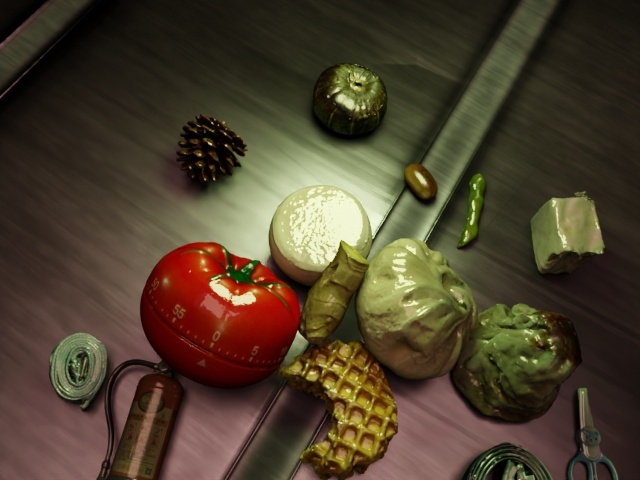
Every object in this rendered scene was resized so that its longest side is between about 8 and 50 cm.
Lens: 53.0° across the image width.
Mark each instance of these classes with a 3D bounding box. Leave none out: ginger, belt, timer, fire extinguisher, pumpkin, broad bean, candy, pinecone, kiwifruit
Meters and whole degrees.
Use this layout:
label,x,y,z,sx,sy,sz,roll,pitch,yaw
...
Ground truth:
label,x,y,z,sx,sy,sz,roll,pitch,yaw
ginger,0.026,0.133,1.572,0.109,0.116,0.263,29,97,18
belt,0.434,0.620,1.524,0.206,0.116,0.268,29,64,12
timer,-0.242,0.178,1.533,0.377,0.378,0.279,34,104,11
fire extinguisher,-0.436,0.428,1.529,0.200,0.113,0.376,19,64,-10
pumpkin,0.090,-0.434,1.956,0.237,0.159,0.238,2,60,-4
belt,-0.599,0.318,1.592,0.147,0.082,0.163,30,63,-2
broad bean,0.452,-0.090,1.892,0.052,0.052,0.256,-3,60,41
candy,0.690,-0.017,1.804,0.137,0.185,0.195,3,65,-9
pinecone,-0.317,-0.254,1.823,0.207,0.208,0.208,2,65,-4
kiwifruit,0.297,-0.175,1.904,0.075,0.075,0.125,-26,66,-16

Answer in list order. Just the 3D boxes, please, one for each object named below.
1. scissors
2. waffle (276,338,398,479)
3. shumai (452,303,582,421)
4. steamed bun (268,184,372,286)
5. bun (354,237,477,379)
label,x,y,z,sx,sy,sz,roll,pitch,yaw
scissors,0.687,0.508,1.643,0.125,0.030,0.256,5,67,-5
waffle,0.049,0.409,1.574,0.260,0.151,0.324,-14,69,-8
shumai,0.504,0.281,1.606,0.303,0.263,0.310,-11,67,-12
steamed bun,0.000,0.000,1.737,0.282,0.177,0.283,0,62,-1
bun,0.254,0.162,1.607,0.359,0.211,0.360,23,51,-31
